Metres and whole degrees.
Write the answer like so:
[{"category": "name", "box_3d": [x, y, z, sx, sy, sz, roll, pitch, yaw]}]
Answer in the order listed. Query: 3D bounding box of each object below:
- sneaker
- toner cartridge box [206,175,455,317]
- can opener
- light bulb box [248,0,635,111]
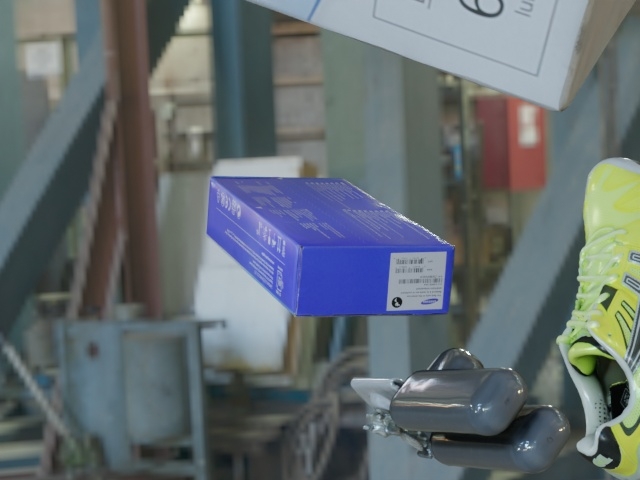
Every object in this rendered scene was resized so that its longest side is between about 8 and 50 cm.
[{"category": "sneaker", "box_3d": [0.337, 0.077, 1.749, 0.147, 0.385, 0.145, 10, -30, -29]}, {"category": "toner cartridge box", "box_3d": [0.000, 0.000, 1.710, 0.165, 0.075, 0.348, 2, 13, -19]}, {"category": "can opener", "box_3d": [0.092, 0.108, 1.100, 0.074, 0.093, 0.280, 39, -10, -9]}, {"category": "light bulb box", "box_3d": [-0.006, -0.297, 0.591, 0.361, 0.358, 0.225, 21, 39, 15]}]
